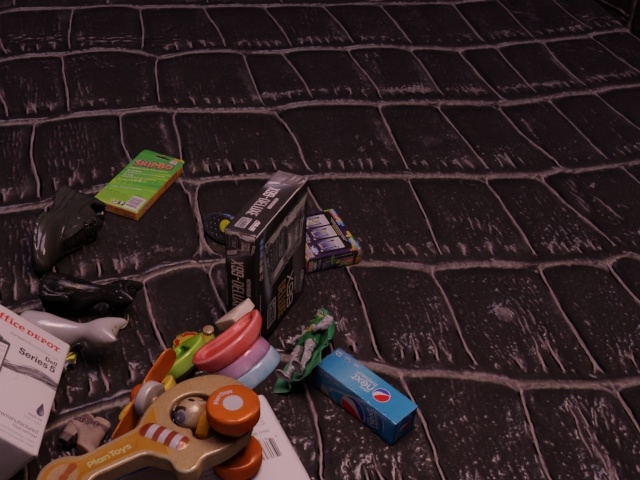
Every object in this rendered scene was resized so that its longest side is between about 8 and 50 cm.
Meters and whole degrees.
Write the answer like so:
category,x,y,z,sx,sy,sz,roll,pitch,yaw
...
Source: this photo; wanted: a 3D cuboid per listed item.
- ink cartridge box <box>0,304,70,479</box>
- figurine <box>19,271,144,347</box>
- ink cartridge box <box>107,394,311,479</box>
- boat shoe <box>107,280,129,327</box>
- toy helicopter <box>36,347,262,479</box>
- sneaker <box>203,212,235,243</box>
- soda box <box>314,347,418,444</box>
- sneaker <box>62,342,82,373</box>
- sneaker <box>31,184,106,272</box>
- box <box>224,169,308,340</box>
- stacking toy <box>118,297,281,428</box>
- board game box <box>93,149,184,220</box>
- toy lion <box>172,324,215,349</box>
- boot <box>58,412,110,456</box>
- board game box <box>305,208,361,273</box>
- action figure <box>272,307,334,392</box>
category,x,y,z,sx,sy,sz,roll,pitch,yaw
ink cartridge box,-0.589,0.261,1.601,0.198,0.115,0.272,38,29,-26
figurine,-0.485,0.148,1.814,0.210,0.092,0.215,-1,33,6
ink cartridge box,-0.149,0.472,1.430,0.286,0.166,0.395,-12,41,-23
boat shoe,-0.435,0.138,1.916,0.046,0.038,0.125,0,38,-9
toy helicopter,-0.274,0.304,1.392,0.355,0.140,0.235,-22,42,-27
sneaker,-0.181,-0.020,2.154,0.209,0.069,0.082,12,4,20
soda box,0.087,0.307,1.762,0.210,0.067,0.071,33,45,30
sneaker,-0.503,0.240,1.788,0.035,0.031,0.083,35,43,5
sneaker,-0.580,-0.027,2.058,0.130,0.109,0.286,14,40,-2
box,-0.111,0.044,1.873,0.077,0.307,0.242,16,38,18
stacking toy,-0.203,0.261,1.684,0.309,0.130,0.279,-34,11,9
board game box,-0.459,-0.148,2.282,0.124,0.039,0.259,18,42,12
toy lion,-0.254,0.224,1.847,0.096,0.034,0.100,-22,46,-23
boot,-0.417,0.363,1.634,0.118,0.042,0.087,31,35,17
board game box,0.000,0.000,2.158,0.141,0.048,0.170,-11,42,-19
action figure,-0.023,0.210,1.848,0.063,0.137,0.232,52,30,-11
